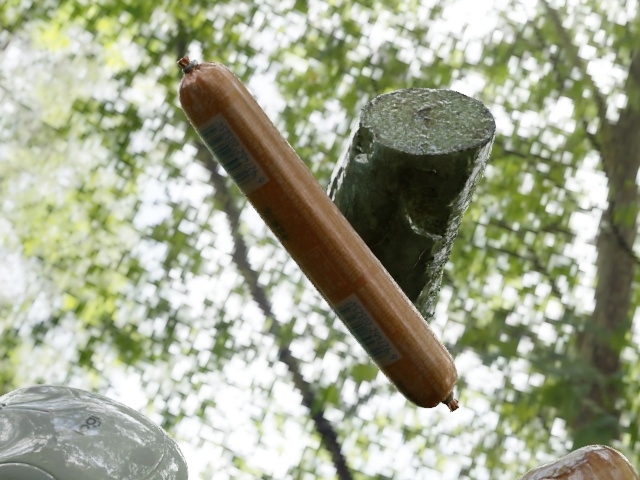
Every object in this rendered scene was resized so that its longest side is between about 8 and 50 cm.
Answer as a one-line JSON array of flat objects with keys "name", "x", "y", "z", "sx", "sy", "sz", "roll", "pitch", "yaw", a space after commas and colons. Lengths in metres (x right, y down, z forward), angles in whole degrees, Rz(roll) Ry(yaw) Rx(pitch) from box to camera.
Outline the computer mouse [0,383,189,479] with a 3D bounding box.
[{"name": "computer mouse", "x": -0.289, "y": 0.233, "z": 1.608, "sx": 0.296, "sy": 0.184, "sz": 0.121, "roll": 19, "pitch": -48, "yaw": 26}]

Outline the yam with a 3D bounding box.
[{"name": "yam", "x": 0.077, "y": -0.036, "z": 1.522, "sx": 0.154, "sy": 0.154, "sz": 0.254, "roll": 20, "pitch": -50, "yaw": 4}]

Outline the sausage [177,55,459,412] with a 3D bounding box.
[{"name": "sausage", "x": 0.000, "y": 0.000, "z": 1.133, "sx": 0.348, "sy": 0.053, "sz": 0.053, "roll": 52, "pitch": -39, "yaw": -10}]

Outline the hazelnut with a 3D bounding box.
[{"name": "hazelnut", "x": 0.284, "y": 0.304, "z": 1.610, "sx": 0.150, "sy": 0.150, "sz": 0.150, "roll": 16, "pitch": -33, "yaw": 11}]
